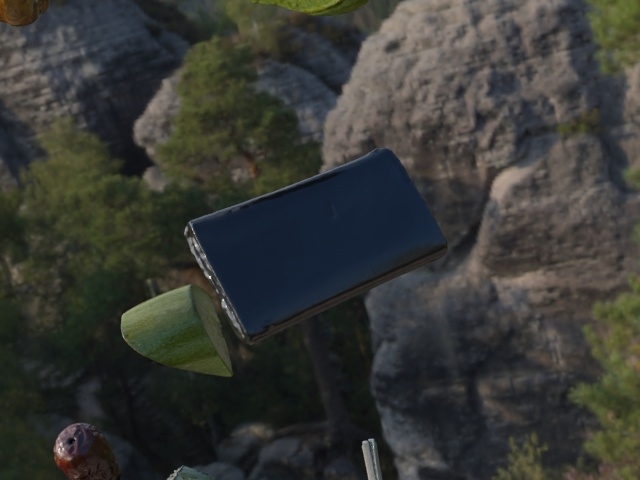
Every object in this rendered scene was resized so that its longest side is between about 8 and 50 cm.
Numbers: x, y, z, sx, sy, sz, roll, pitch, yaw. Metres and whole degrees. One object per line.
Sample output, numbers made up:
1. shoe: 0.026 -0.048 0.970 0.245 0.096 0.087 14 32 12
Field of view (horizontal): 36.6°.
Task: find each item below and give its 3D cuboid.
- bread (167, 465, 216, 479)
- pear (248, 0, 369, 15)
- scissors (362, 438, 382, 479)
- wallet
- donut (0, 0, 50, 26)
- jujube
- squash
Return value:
1. bread: -0.204 0.434 1.550 0.232 0.064 0.172 6 28 -44
2. pear: -0.008 -0.507 1.608 0.255 0.238 0.164 15 30 10
3. scissors: 0.093 0.415 1.532 0.027 0.204 0.101 -11 6 0
4. wallet: 0.000 0.000 1.612 0.406 0.228 0.062 -23 -15 -25
5. donut: -0.565 -0.500 1.765 0.113 0.227 0.226 9 19 1
6. jujube: -0.326 0.312 1.372 0.077 0.129 0.077 -13 45 13
7. squash: -0.307 0.186 2.030 0.155 0.204 0.237 -29 46 3
